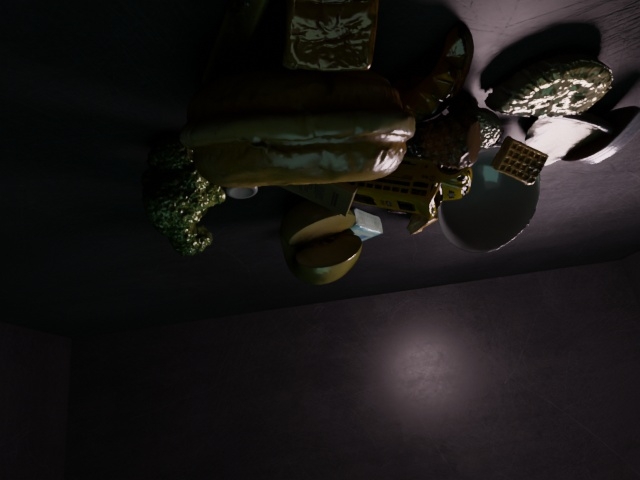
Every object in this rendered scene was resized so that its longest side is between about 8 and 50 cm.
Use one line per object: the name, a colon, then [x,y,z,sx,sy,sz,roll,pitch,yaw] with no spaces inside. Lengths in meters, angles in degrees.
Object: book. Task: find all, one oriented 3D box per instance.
book: [-0.016,-0.154,1.211,0.230,0.027,0.161,25,160,4]

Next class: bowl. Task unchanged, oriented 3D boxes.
bowl: [0.494,-0.147,1.350,0.345,0.346,0.157,-4,-157,-13]

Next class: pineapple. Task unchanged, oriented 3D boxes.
pineapple: [0.243,-0.238,1.002,0.247,0.128,0.128,16,176,35]

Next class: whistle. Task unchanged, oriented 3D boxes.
whistle: [-0.132,-0.365,0.720,0.067,0.057,0.326,2,157,-28]

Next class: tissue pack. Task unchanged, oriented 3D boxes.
tissue pack: [0.085,-0.035,1.663,0.263,0.089,0.177,-21,155,37]

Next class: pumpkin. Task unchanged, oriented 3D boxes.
pumpkin: [0.247,-0.311,0.922,0.149,0.131,0.254,8,153,-37]

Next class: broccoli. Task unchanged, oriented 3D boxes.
broccoli: [-0.322,-0.094,1.085,0.185,0.254,0.302,-11,160,6]

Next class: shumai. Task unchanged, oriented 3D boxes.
shumai: [0.367,-0.290,1.051,0.145,0.116,0.146,2,145,2]

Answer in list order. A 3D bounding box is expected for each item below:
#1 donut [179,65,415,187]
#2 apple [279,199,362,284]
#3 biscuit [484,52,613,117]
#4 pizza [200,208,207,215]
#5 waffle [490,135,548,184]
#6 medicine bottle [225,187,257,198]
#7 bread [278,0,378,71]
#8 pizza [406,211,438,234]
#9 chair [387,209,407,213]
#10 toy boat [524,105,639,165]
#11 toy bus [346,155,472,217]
donut: [-0.041,-0.208,0.822,0.448,0.198,0.449,-3,-171,0]
apple: [0.000,0.000,1.440,0.253,0.292,0.292,-20,166,-24]
biscuit: [0.545,-0.355,0.989,0.280,0.084,0.179,-5,160,-8]
pizza: [-0.414,-0.102,1.363,0.108,0.027,0.123,-3,160,-9]
waffle: [0.571,-0.227,1.224,0.147,0.042,0.103,18,108,-20]
medicine bottle: [-0.205,-0.179,1.085,0.080,0.131,0.080,-9,160,-3]
bread: [0.011,-0.343,0.647,0.148,0.158,0.143,-4,123,-9]
pizza: [0.422,-0.106,1.641,0.204,0.081,0.188,-36,171,34]
chair: [0.237,-0.130,1.446,0.084,0.102,0.212,5,155,-32]
toy boat: [0.712,-0.298,1.213,0.293,0.111,0.276,5,161,2]
toy bus: [0.238,-0.156,1.181,0.330,0.151,0.145,13,165,22]
